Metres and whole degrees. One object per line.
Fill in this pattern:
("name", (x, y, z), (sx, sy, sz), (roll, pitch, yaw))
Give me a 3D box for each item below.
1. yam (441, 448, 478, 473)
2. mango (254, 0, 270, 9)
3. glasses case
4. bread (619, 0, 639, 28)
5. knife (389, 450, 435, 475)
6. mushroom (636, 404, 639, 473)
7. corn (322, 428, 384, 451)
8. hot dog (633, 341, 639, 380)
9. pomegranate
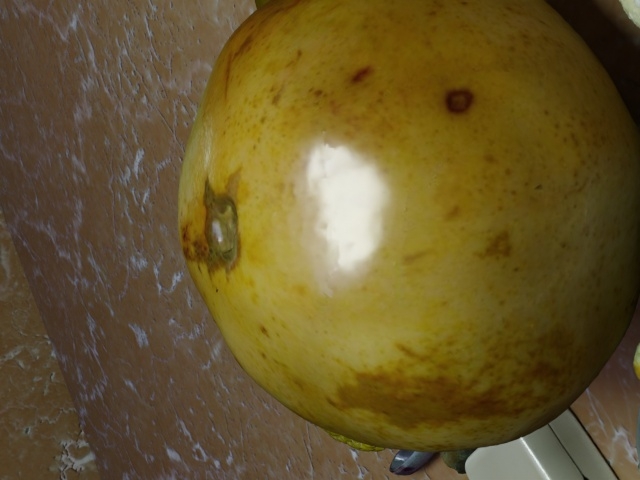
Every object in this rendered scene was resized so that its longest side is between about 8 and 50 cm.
("yam", (0.186, 0.174, 1.234), (0.061, 0.061, 0.252), (51, 147, 28))
("mango", (-0.026, -0.281, 1.261), (0.115, 0.090, 0.178), (43, 150, 28))
("glasses case", (0.286, 0.338, 1.156), (0.336, 0.076, 0.144), (58, 150, 17))
("bread", (0.257, -0.268, 0.747), (0.316, 0.054, 0.315), (171, 90, -75))
("knife", (0.126, 0.230, 1.350), (0.053, 0.123, 0.278), (24, 146, 10))
("mushroom", (0.322, 0.100, 0.932), (0.109, 0.097, 0.351), (23, 124, 55))
("corn", (0.042, 0.215, 1.435), (0.097, 0.097, 0.262), (70, 164, -2))
("hot dog", (0.357, 0.168, 0.847), (0.286, 0.061, 0.088), (38, 165, 9))
("pomegranate", (0.082, -0.026, 0.943), (0.417, 0.417, 0.416), (37, 138, 43))
